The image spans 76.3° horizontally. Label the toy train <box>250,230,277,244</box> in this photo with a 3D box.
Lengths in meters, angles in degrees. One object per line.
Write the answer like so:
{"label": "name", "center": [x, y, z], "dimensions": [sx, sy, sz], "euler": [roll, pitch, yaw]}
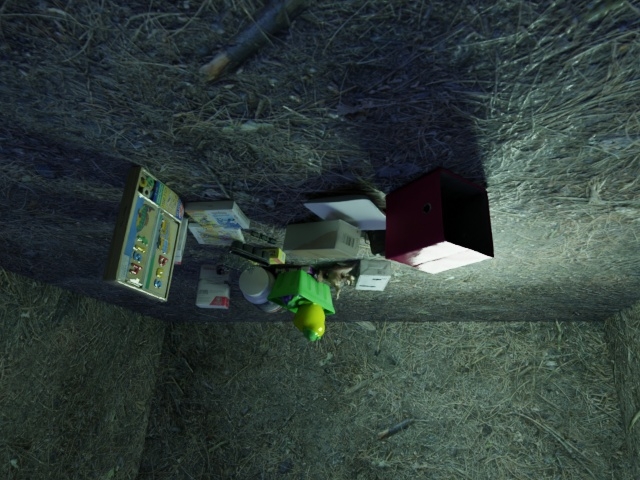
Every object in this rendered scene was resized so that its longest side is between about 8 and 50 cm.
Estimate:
{"label": "toy train", "center": [-0.268, -0.011, 1.901], "dimensions": [0.036, 0.027, 0.158], "euler": [-3, 161, 44]}

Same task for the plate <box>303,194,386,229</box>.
{"label": "plate", "center": [0.119, -0.107, 1.540], "dimensions": [0.277, 0.045, 0.277], "euler": [-1, 160, 34]}

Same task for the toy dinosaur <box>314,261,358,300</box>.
{"label": "toy dinosaur", "center": [0.078, 0.190, 2.250], "dimensions": [0.200, 0.127, 0.296], "euler": [40, 135, 1]}

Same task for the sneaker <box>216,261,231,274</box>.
{"label": "sneaker", "center": [-0.520, 0.152, 2.270], "dimensions": [0.072, 0.077, 0.178], "euler": [19, 152, -38]}

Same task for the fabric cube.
{"label": "fabric cube", "center": [0.398, -0.054, 1.400], "dimensions": [0.259, 0.254, 0.258], "euler": [16, 156, -31]}

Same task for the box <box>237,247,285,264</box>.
{"label": "box", "center": [-0.304, 0.086, 2.101], "dimensions": [0.232, 0.058, 0.087], "euler": [-4, 155, 17]}

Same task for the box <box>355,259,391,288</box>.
{"label": "box", "center": [0.285, 0.198, 2.264], "dimensions": [0.169, 0.087, 0.290], "euler": [2, 158, 1]}

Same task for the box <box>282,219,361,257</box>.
{"label": "box", "center": [0.000, 0.000, 1.693], "dimensions": [0.148, 0.121, 0.311], "euler": [23, 162, -41]}

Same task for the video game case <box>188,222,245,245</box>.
{"label": "video game case", "center": [-0.475, -0.024, 1.893], "dimensions": [0.226, 0.026, 0.206], "euler": [3, 158, -1]}

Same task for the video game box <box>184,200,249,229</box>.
{"label": "video game box", "center": [-0.417, -0.100, 1.669], "dimensions": [0.205, 0.048, 0.187], "euler": [-2, 155, 11]}

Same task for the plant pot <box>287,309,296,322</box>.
{"label": "plant pot", "center": [-0.108, 0.388, 2.610], "dimensions": [0.284, 0.284, 0.191], "euler": [-18, 116, 43]}

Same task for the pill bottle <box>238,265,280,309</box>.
{"label": "pill bottle", "center": [-0.341, 0.289, 2.412], "dimensions": [0.210, 0.210, 0.363], "euler": [-1, 158, 9]}

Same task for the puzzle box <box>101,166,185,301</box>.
{"label": "puzzle box", "center": [-0.598, -0.013, 1.424], "dimensions": [0.052, 0.409, 0.272], "euler": [-3, 158, 15]}

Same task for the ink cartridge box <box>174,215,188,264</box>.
{"label": "ink cartridge box", "center": [-0.642, -0.003, 1.790], "dimensions": [0.092, 0.159, 0.218], "euler": [10, 157, -14]}

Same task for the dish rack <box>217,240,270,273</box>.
{"label": "dish rack", "center": [-0.385, 0.097, 2.000], "dimensions": [0.208, 0.074, 0.271], "euler": [24, 145, -25]}

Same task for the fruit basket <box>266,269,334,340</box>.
{"label": "fruit basket", "center": [-0.094, 0.385, 2.278], "dimensions": [0.282, 0.392, 0.392], "euler": [-12, 154, 33]}

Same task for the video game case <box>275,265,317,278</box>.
{"label": "video game case", "center": [-0.125, 0.206, 2.401], "dimensions": [0.210, 0.042, 0.232], "euler": [-4, 157, 17]}

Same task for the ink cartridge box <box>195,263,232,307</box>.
{"label": "ink cartridge box", "center": [-0.610, 0.265, 2.354], "dimensions": [0.171, 0.237, 0.100], "euler": [3, 161, 0]}

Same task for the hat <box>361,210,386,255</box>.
{"label": "hat", "center": [0.283, 0.000, 1.711], "dimensions": [0.331, 0.134, 0.331], "euler": [4, 158, 1]}
